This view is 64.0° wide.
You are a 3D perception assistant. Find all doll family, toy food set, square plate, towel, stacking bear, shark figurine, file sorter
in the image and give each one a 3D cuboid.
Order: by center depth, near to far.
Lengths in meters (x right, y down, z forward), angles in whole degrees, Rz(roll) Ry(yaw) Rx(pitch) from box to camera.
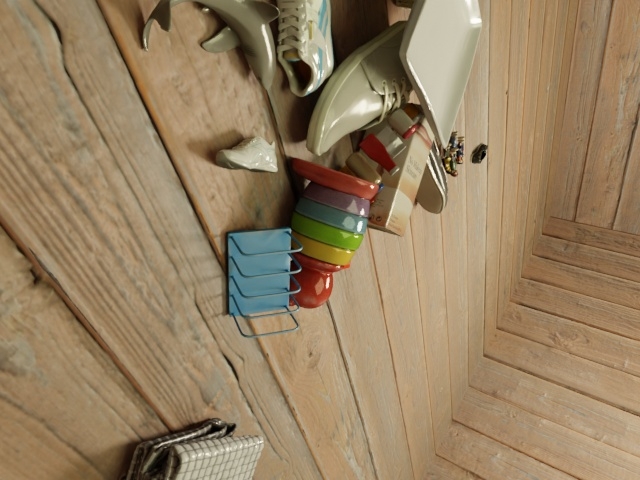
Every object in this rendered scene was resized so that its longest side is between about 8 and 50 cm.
[{"bbox_3d":[-0.124,-0.327,0.736,0.278,0.116,0.166,-4,107,-59],"label":"shark figurine"},{"bbox_3d":[-0.251,0.467,0.912,0.235,0.121,0.284,17,92,-57],"label":"towel"},{"bbox_3d":[-0.100,0.076,0.928,0.118,0.104,0.170,-5,113,-20],"label":"file sorter"},{"bbox_3d":[0.000,0.000,1.052,0.175,0.164,0.289,8,103,-56],"label":"stacking bear"},{"bbox_3d":[0.257,-0.427,1.082,0.344,0.049,0.347,38,67,-58],"label":"square plate"},{"bbox_3d":[0.147,-0.186,1.118,0.232,0.104,0.111,-42,174,9],"label":"toy food set"},{"bbox_3d":[0.435,-0.275,1.677,0.193,0.076,0.111,-48,136,-40],"label":"doll family"}]

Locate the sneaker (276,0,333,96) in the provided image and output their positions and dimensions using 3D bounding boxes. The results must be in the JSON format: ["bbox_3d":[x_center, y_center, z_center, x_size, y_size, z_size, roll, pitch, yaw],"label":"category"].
[{"bbox_3d":[-0.033,-0.360,0.879,0.092,0.087,0.229,-59,147,-36],"label":"sneaker"}]

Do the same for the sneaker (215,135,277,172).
[{"bbox_3d":[-0.127,-0.149,0.879,0.152,0.053,0.061,-9,103,-62],"label":"sneaker"}]

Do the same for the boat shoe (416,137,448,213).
[{"bbox_3d":[0.318,-0.207,1.488,0.095,0.112,0.335,-55,141,-19],"label":"boat shoe"}]

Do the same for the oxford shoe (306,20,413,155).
[{"bbox_3d":[0.122,-0.322,1.076,0.449,0.130,0.169,-49,166,-33],"label":"oxford shoe"}]

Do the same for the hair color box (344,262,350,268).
[{"bbox_3d":[0.041,-0.011,1.181,0.043,0.072,0.141,-8,112,-55],"label":"hair color box"}]

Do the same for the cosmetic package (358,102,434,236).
[{"bbox_3d":[0.169,-0.172,1.246,0.153,0.129,0.296,16,90,-62],"label":"cosmetic package"}]

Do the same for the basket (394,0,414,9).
[{"bbox_3d":[0.261,-0.595,1.210,0.167,0.113,0.103,-24,126,-51],"label":"basket"}]

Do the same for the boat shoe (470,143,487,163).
[{"bbox_3d":[0.617,-0.331,1.967,0.133,0.042,0.049,-44,136,-41],"label":"boat shoe"}]
